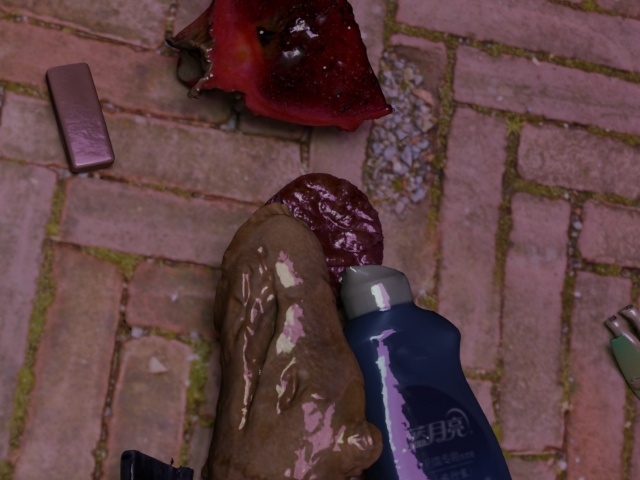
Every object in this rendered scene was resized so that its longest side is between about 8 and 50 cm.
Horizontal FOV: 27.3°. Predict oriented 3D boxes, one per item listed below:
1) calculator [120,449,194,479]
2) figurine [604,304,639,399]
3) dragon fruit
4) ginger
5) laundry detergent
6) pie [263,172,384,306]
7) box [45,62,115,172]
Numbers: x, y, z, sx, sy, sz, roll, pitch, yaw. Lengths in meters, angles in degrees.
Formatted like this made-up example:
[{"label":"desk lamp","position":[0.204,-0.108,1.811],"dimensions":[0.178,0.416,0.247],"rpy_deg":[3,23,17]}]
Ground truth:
[{"label":"calculator","position":[-0.145,0.321,1.168],"dimensions":[0.021,0.161,0.261],"rpy_deg":[-6,69,13]},{"label":"figurine","position":[0.392,0.152,1.473],"dimensions":[0.083,0.083,0.187],"rpy_deg":[-27,73,-27]},{"label":"dragon fruit","position":[-0.065,-0.226,1.398],"dimensions":[0.212,0.134,0.262],"rpy_deg":[-27,118,-13]},{"label":"ginger","position":[-0.036,0.135,1.264],"dimensions":[0.126,0.190,0.353],"rpy_deg":[17,64,-58]},{"label":"laundry detergent","position":[0.095,0.159,1.327],"dimensions":[0.143,0.094,0.289],"rpy_deg":[-14,82,-26]},{"label":"pie","position":[0.000,0.000,1.396],"dimensions":[0.155,0.036,0.154],"rpy_deg":[7,68,-19]},{"label":"box","position":[-0.248,-0.126,1.353],"dimensions":[0.048,0.025,0.115],"rpy_deg":[-14,77,-19]}]
